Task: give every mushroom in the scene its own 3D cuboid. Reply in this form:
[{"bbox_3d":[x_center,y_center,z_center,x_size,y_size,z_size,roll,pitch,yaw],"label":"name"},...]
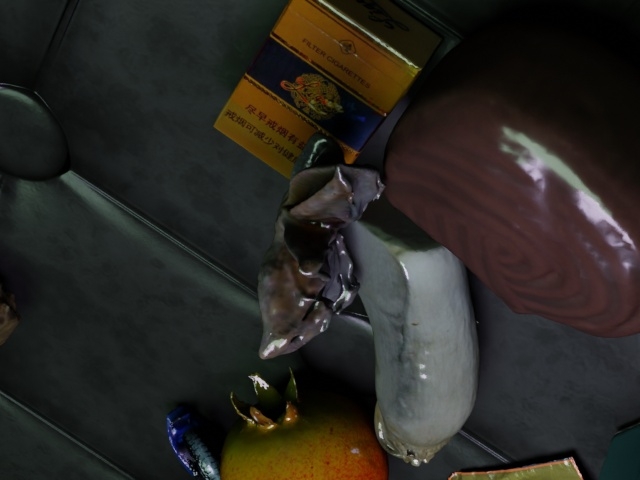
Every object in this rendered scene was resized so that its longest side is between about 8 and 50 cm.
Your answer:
[{"bbox_3d":[0.108,0.123,1.696,0.177,0.126,0.397,24,139,43],"label":"mushroom"}]

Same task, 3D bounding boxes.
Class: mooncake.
[{"bbox_3d":[0.213,-0.055,1.434,0.334,0.174,0.326,7,140,35],"label":"mooncake"}]

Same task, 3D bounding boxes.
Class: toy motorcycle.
[{"bbox_3d":[-0.124,0.375,2.030,0.315,0.113,0.169,63,169,-17],"label":"toy motorcycle"}]

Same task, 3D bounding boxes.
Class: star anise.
[{"bbox_3d":[-0.001,0.004,1.516,0.111,0.198,0.257,12,114,-2],"label":"star anise"}]

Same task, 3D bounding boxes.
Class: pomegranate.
[{"bbox_3d":[-0.031,0.282,1.849,0.221,0.221,0.256,-12,115,35],"label":"pomegranate"}]

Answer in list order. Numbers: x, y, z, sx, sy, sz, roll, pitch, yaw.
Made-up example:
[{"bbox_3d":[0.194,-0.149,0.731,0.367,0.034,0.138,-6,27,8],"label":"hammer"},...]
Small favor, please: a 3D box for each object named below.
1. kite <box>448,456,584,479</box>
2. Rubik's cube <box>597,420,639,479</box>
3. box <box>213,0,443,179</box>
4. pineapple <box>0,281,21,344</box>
[{"bbox_3d":[0.283,0.422,1.881,0.327,0.013,0.377,33,128,16],"label":"kite"},{"bbox_3d":[0.449,0.321,1.609,0.221,0.231,0.225,44,135,-12],"label":"Rubik's cube"},{"bbox_3d":[0.003,-0.166,1.543,0.152,0.070,0.237,35,134,-2],"label":"box"},{"bbox_3d":[-0.567,0.027,1.969,0.340,0.169,0.169,45,135,6],"label":"pineapple"}]
